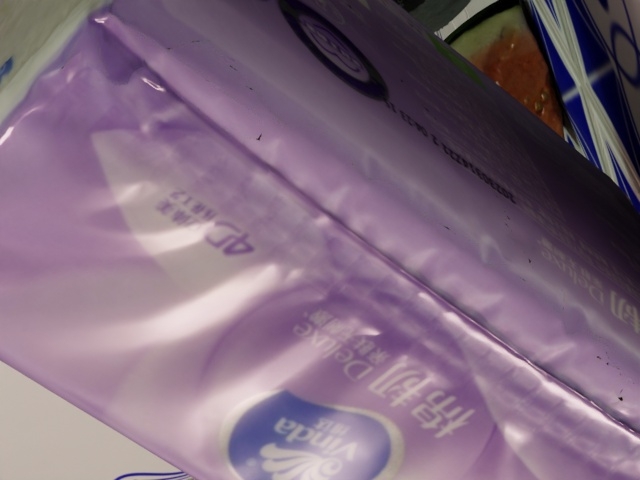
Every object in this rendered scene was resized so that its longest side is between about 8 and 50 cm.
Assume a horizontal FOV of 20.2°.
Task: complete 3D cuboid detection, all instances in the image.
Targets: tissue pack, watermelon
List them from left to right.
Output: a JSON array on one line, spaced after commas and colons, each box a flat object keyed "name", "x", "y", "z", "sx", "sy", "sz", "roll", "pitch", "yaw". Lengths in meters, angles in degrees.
[{"name": "tissue pack", "x": 0.000, "y": 0.000, "z": 0.698, "sx": 0.338, "sy": 0.160, "sz": 0.242, "roll": 36, "pitch": -161, "yaw": -26}, {"name": "watermelon", "x": 0.110, "y": -0.078, "z": 1.031, "sx": 0.094, "sy": 0.125, "sz": 0.135, "roll": 37, "pitch": -158, "yaw": 23}]

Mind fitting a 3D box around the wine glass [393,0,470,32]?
[{"name": "wine glass", "x": 0.031, "y": -0.162, "z": 0.953, "sx": 0.241, "sy": 0.126, "sz": 0.126, "roll": -58, "pitch": -54, "yaw": -83}]
